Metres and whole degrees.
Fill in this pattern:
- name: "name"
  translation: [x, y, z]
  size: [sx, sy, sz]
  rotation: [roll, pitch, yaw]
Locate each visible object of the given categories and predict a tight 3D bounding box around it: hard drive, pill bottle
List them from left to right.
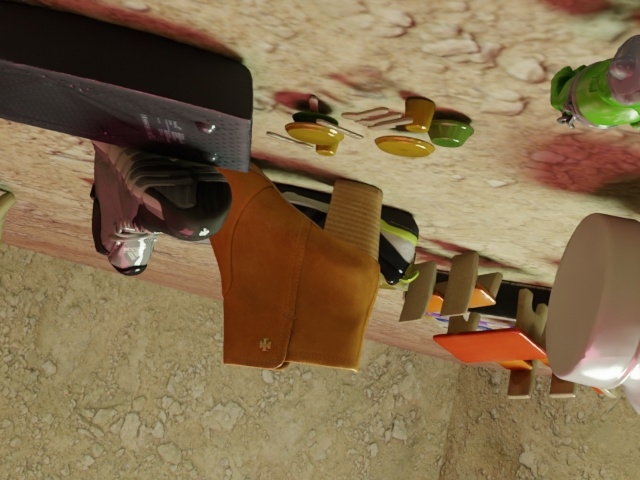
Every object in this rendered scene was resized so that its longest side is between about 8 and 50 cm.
- name: "hard drive"
  translation: [-0.174, -0.117, 0.635]
  size: [0.255, 0.054, 0.172]
  rotation: [12, 170, -3]
- name: "pill bottle"
  translation: [0.371, 0.081, 0.680]
  size: [0.334, 0.187, 0.188]
  rotation: [13, 170, 0]

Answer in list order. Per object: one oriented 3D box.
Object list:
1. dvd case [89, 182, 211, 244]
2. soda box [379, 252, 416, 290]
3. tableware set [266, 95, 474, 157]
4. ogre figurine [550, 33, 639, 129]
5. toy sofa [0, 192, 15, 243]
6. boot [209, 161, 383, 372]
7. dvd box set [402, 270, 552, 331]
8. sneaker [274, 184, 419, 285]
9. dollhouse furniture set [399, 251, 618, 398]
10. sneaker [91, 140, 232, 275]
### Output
- name: "dvd case"
  translation: [-0.202, -0.031, 1.239]
  size: [0.179, 0.029, 0.239]
  rotation: [8, 170, 24]
- name: "soda box"
  translation: [0.046, 0.020, 1.129]
  size: [0.181, 0.058, 0.061]
  rotation: [21, 167, -39]
- name: "tableware set"
  translation: [0.038, -0.087, 0.642]
  size: [0.104, 0.024, 0.154]
  rotation: [16, 169, -35]
- name: "ogre figurine"
  translation: [0.198, -0.068, 0.357]
  size: [0.197, 0.096, 0.118]
  rotation: [25, -167, 20]
- name: "toy sofa"
  translation: [-0.711, -0.078, 1.370]
  size: [0.363, 0.177, 0.150]
  rotation: [14, -165, -9]
- name: "boot"
  translation: [-0.084, 0.025, 0.869]
  size: [0.295, 0.211, 0.104]
  rotation: [11, 169, 10]
- name: "dvd box set"
  translation: [0.339, 0.137, 1.417]
  size: [0.308, 0.062, 0.420]
  rotation: [8, 169, 22]
- name: "sneaker"
  translation: [0.000, 0.000, 0.955]
  size: [0.235, 0.097, 0.084]
  rotation: [11, 170, 12]
- name: "dollhouse furniture set"
  translation: [0.271, 0.137, 1.106]
  size: [0.262, 0.135, 0.259]
  rotation: [36, 149, -30]
- name: "sneaker"
  translation: [-0.152, -0.016, 0.750]
  size: [0.086, 0.132, 0.229]
  rotation: [-1, -155, -31]
